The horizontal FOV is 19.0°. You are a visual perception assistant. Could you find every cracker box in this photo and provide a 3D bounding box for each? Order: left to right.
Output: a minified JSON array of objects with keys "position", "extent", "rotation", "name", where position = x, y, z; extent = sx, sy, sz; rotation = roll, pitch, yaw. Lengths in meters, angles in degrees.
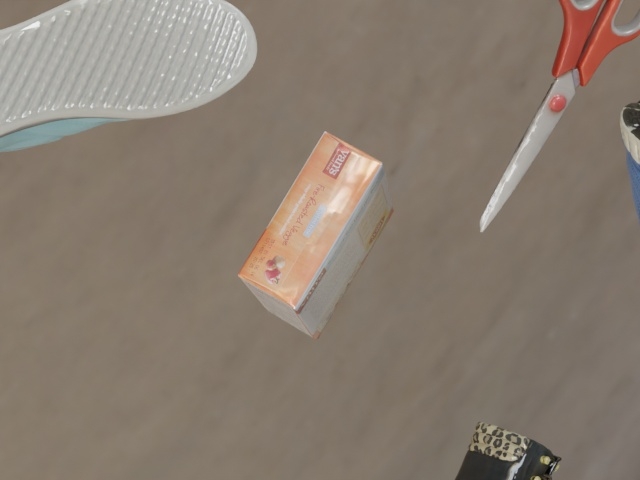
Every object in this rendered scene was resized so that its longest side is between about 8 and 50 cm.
[{"position":[0.000,0.000,1.815],"extent":[0.155,0.067,0.232],"rotation":[-59,171,-6],"name":"cracker box"}]

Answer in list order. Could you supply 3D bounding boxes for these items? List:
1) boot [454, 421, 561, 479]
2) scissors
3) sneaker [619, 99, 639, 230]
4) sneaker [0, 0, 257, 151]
[{"position":[0.224,0.308,2.046],"extent":[0.178,0.236,0.085],"rotation":[-63,150,-12],"name":"boot"},{"position":[0.223,-0.134,1.674],"extent":[0.109,0.021,0.297],"rotation":[5,114,-22],"name":"scissors"},{"position":[0.390,-0.012,1.891],"extent":[0.130,0.330,0.147],"rotation":[-11,124,-4],"name":"sneaker"},{"position":[-0.248,-0.167,1.892],"extent":[0.366,0.135,0.150],"rotation":[-10,-179,-7],"name":"sneaker"}]
